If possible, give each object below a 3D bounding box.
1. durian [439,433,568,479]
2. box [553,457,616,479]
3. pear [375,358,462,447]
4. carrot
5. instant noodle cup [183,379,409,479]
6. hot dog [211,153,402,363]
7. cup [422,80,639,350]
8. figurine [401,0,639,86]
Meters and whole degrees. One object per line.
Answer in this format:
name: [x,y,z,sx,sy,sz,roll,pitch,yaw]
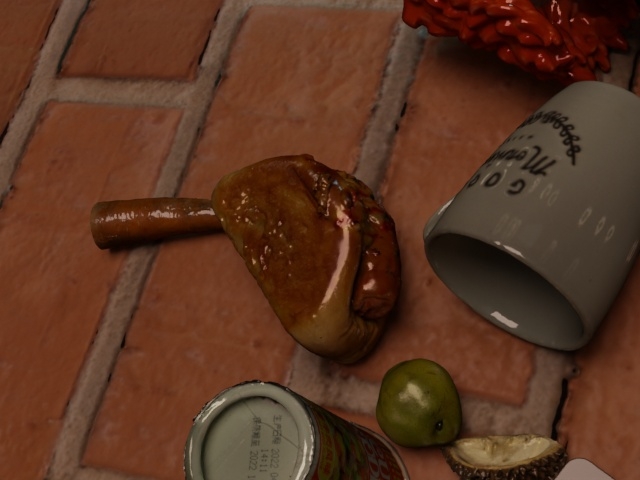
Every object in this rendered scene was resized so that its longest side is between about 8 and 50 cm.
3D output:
durian: [0.176,0.216,1.106,0.130,0.052,0.066,-4,62,23]
box: [0.240,0.276,1.061,0.091,0.031,0.126,34,80,32]
pear: [0.102,0.166,1.144,0.097,0.092,0.092,28,77,33]
carrot: [-0.177,-0.026,1.380,0.209,0.061,0.061,-5,62,16]
instant noodle cup: [-0.031,0.229,1.088,0.193,0.212,0.193,-10,60,18]
hot dog: [0.000,0.000,1.239,0.153,0.150,0.257,-40,55,9]
cup: [0.221,-0.037,1.167,0.258,0.186,0.234,5,54,54]
figurine: [0.256,-0.329,1.189,0.306,0.412,0.241,40,60,-6]
